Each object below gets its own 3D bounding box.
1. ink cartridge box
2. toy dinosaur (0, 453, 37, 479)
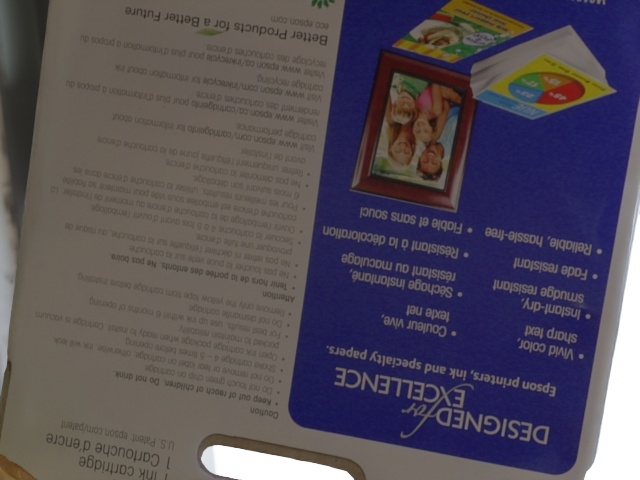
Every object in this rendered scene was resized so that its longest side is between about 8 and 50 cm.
[{"bbox_3d":[0.000,0.000,0.737,0.304,0.307,0.072,10,-170,9],"label":"ink cartridge box"},{"bbox_3d":[-0.132,0.123,0.642,0.211,0.064,0.112,24,166,38],"label":"toy dinosaur"}]
